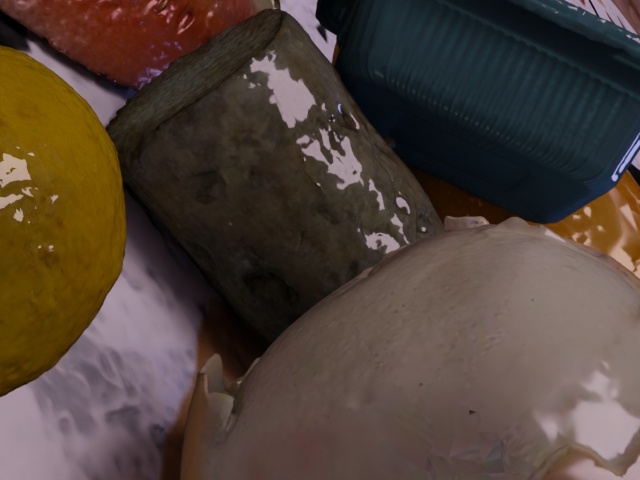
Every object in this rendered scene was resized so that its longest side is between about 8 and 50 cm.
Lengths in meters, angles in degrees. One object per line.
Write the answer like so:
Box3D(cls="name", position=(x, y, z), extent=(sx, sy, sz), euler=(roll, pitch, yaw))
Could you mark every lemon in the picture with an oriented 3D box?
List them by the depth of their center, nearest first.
Box3D(cls="lemon", position=(-0.112, -0.006, 0.432), extent=(0.109, 0.109, 0.133), euler=(51, 16, -16))

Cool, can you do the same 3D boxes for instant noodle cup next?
Box3D(cls="instant noodle cup", position=(0.075, -0.070, 0.683), extent=(0.179, 0.070, 0.157), euler=(26, -10, -2))

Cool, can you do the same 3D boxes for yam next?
Box3D(cls="yam", position=(0.000, 0.000, 0.648), extent=(0.194, 0.107, 0.107), euler=(52, 24, -17))

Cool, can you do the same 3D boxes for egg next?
Box3D(cls="egg", position=(0.058, 0.115, 0.513), extent=(0.201, 0.201, 0.244), euler=(-15, 85, -66))

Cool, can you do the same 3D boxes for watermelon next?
Box3D(cls="watermelon", position=(-0.096, -0.127, 0.684), extent=(0.245, 0.063, 0.119), euler=(33, 48, -47))

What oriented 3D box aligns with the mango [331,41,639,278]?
Box3D(cls="mango", position=(0.089, -0.031, 0.822), extent=(0.187, 0.138, 0.257), euler=(3, 54, -30))
